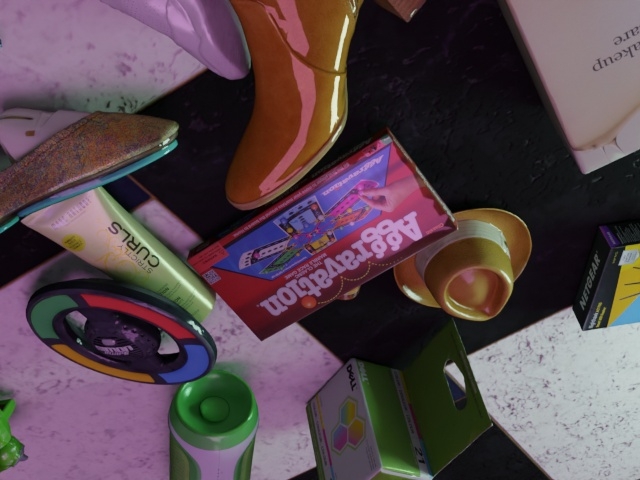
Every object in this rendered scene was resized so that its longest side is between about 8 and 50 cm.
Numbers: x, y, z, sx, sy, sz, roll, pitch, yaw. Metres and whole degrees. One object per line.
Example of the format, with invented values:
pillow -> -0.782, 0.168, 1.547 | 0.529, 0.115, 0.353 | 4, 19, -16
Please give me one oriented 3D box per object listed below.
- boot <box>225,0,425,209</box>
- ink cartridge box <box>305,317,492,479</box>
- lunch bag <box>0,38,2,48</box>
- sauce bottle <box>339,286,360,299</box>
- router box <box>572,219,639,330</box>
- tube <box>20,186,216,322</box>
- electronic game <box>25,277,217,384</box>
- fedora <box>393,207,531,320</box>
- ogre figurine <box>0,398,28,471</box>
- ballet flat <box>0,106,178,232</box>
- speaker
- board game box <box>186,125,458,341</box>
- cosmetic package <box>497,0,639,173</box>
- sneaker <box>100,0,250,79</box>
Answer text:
boot -> -0.046, -0.189, 0.771 | 0.211, 0.104, 0.295 | 36, 91, -41
ink cartridge box -> 0.098, 0.241, 1.257 | 0.097, 0.188, 0.255 | 18, 128, -29
lunch bag -> -0.330, -0.168, 0.796 | 0.071, 0.053, 0.083 | -32, 144, 21
sauce bottle -> 0.031, 0.014, 1.098 | 0.042, 0.042, 0.128 | -6, 130, -9
router box -> 0.429, 0.046, 1.242 | 0.133, 0.046, 0.178 | -8, 138, -7
tube -> -0.215, 0.018, 1.027 | 0.062, 0.070, 0.240 | 7, 151, 43
electronic game -> -0.235, 0.113, 1.081 | 0.229, 0.048, 0.229 | 9, 147, 6
fedora -> 0.187, 0.045, 1.149 | 0.194, 0.079, 0.194 | -8, 138, -7
ogre figurine -> -0.460, 0.243, 1.177 | 0.118, 0.097, 0.197 | -14, 102, 8
ballet flat -> -0.309, -0.061, 0.886 | 0.349, 0.123, 0.123 | -27, 137, 11
speaker -> -0.157, 0.314, 1.310 | 0.131, 0.131, 0.296 | -3, 137, -12
board game box -> 0.000, 0.000, 1.051 | 0.281, 0.027, 0.145 | -31, 115, 19
cosmetic package -> 0.259, -0.221, 0.859 | 0.160, 0.113, 0.309 | -28, 136, 14
sneaker -> -0.142, -0.213, 0.797 | 0.094, 0.080, 0.212 | -11, 146, 28
